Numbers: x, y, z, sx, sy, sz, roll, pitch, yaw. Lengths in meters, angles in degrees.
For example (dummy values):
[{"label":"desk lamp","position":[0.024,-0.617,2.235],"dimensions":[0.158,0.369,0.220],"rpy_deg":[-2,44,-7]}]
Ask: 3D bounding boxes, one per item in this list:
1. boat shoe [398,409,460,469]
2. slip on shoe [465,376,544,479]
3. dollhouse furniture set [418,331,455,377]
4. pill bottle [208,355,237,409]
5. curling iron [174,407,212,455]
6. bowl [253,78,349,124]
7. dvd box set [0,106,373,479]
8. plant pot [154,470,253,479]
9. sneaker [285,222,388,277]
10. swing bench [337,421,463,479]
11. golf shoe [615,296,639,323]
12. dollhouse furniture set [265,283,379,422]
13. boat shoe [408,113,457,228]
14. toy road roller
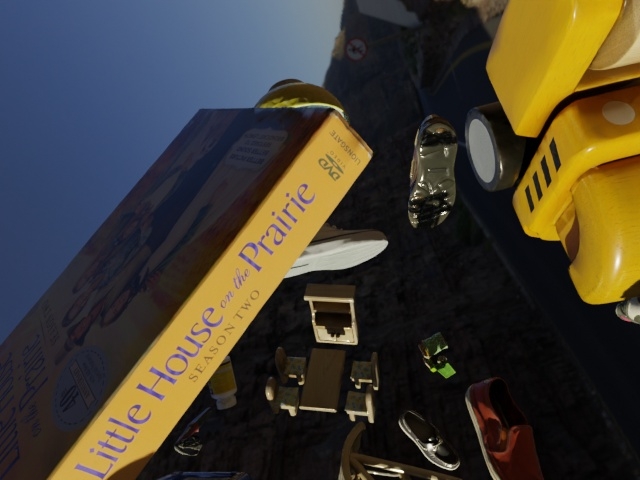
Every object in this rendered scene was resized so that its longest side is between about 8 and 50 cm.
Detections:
[{"label":"boat shoe","position":[0.191,0.347,0.872],"dimensions":[0.125,0.046,0.038],"rpy_deg":[42,156,26]},{"label":"slip on shoe","position":[0.437,0.463,1.132],"dimensions":[0.101,0.123,0.331],"rpy_deg":[-59,32,37]},{"label":"dollhouse furniture set","position":[0.327,0.318,1.420],"dimensions":[0.058,0.076,0.151],"rpy_deg":[46,-166,-33]},{"label":"pill bottle","position":[-0.240,0.346,1.210],"dimensions":[0.065,0.065,0.116],"rpy_deg":[-3,-101,-79]},{"label":"curling iron","position":[-0.351,0.539,1.417],"dimensions":[0.274,0.068,0.035],"rpy_deg":[-109,39,-88]},{"label":"bowl","position":[-0.077,-0.357,1.401],"dimensions":[0.289,0.290,0.155],"rpy_deg":[45,-151,-68]},{"label":"dvd box set","position":[-0.175,0.047,0.477],"dimensions":[0.062,0.420,0.308],"rpy_deg":[43,168,-34]},{"label":"plant pot","position":[-0.243,0.579,0.981],"dimensions":[0.236,0.236,0.211],"rpy_deg":[82,-172,-71]},{"label":"sneaker","position":[0.000,0.000,0.895],"dimensions":[0.091,0.258,0.094],"rpy_deg":[69,151,26]},{"label":"swing bench","position":[0.140,0.578,1.085],"dimensions":[0.165,0.255,0.253],"rpy_deg":[-46,-31,-41]},{"label":"golf shoe","position":[0.715,0.138,0.941],"dimensions":[0.120,0.273,0.105],"rpy_deg":[-107,18,-83]},{"label":"dollhouse furniture set","position":[0.013,0.233,1.045],"dimensions":[0.242,0.212,0.160],"rpy_deg":[-76,-18,-45]},{"label":"boat shoe","position":[0.299,-0.183,1.331],"dimensions":[0.119,0.123,0.323],"rpy_deg":[-88,0,-51]},{"label":"toy road roller","position":[0.276,-0.093,0.421],"dimensions":[0.329,0.203,0.240],"rpy_deg":[78,178,-65]}]
